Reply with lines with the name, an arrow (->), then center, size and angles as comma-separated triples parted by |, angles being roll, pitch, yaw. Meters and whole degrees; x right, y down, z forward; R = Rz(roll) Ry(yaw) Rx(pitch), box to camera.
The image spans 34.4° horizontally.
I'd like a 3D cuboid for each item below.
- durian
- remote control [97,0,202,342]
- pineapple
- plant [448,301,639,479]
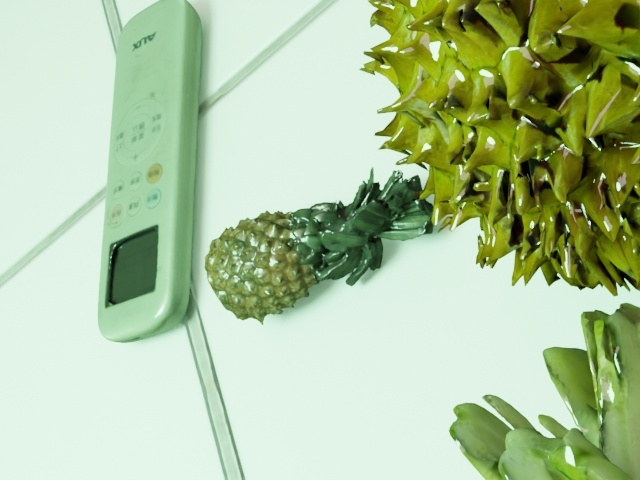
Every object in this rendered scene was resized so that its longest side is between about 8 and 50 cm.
durian -> 0.184, -0.159, 0.455 | 0.347, 0.347, 0.385 | 2, 91, 40
remote control -> -0.138, -0.064, 0.851 | 0.090, 0.038, 0.310 | -18, 60, 33
pineapple -> 0.000, 0.000, 0.686 | 0.159, 0.074, 0.074 | -22, 57, 27
plant -> 0.185, 0.189, 0.396 | 0.261, 0.306, 0.297 | 1, 112, 18
